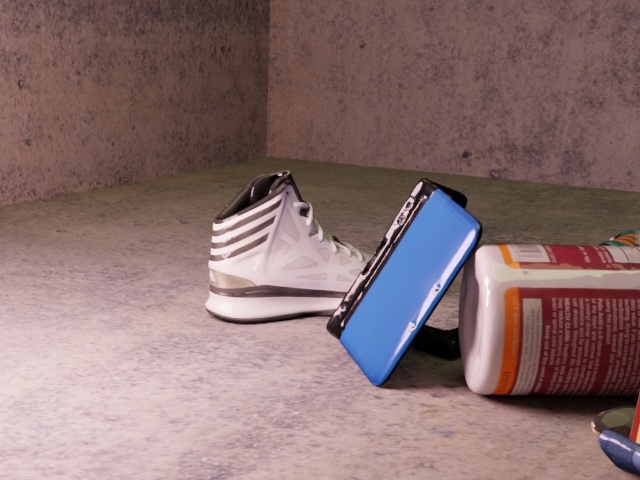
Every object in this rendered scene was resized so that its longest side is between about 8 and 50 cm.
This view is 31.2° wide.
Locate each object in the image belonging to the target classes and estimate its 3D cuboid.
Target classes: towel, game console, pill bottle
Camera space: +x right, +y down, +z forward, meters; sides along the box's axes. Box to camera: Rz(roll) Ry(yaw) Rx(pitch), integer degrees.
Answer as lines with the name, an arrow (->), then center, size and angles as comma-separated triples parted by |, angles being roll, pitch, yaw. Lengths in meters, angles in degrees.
towel -> 0.386, 0.265, 1.358 | 0.067, 0.029, 0.119 | 43, -11, -34
game console -> 0.160, 0.071, 1.804 | 0.173, 0.293, 0.250 | 39, 12, 27
pill bottle -> 0.413, 0.118, 1.680 | 0.392, 0.224, 0.224 | 2, 11, -3

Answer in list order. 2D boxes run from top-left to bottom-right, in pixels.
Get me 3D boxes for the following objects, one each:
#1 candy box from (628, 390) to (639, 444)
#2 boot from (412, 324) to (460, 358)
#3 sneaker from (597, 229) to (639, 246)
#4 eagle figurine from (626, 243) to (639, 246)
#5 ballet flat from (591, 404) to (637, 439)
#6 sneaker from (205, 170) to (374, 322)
candy box -> 0.485, 0.216, 1.436 | 0.186, 0.109, 0.053 | 7, 9, -20
boot -> 0.212, 0.159, 1.902 | 0.099, 0.045, 0.121 | -11, 24, -42
sneaker -> 0.632, 0.035, 2.446 | 0.121, 0.108, 0.302 | 8, 13, 8
eagle figurine -> 0.652, 0.035, 2.144 | 0.226, 0.225, 0.298 | -9, 28, 49
ballet flat -> 0.442, 0.250, 1.512 | 0.173, 0.049, 0.057 | 0, 54, -2
sneaker -> 0.000, 0.000, 2.119 | 0.447, 0.258, 0.169 | -5, 13, -33
